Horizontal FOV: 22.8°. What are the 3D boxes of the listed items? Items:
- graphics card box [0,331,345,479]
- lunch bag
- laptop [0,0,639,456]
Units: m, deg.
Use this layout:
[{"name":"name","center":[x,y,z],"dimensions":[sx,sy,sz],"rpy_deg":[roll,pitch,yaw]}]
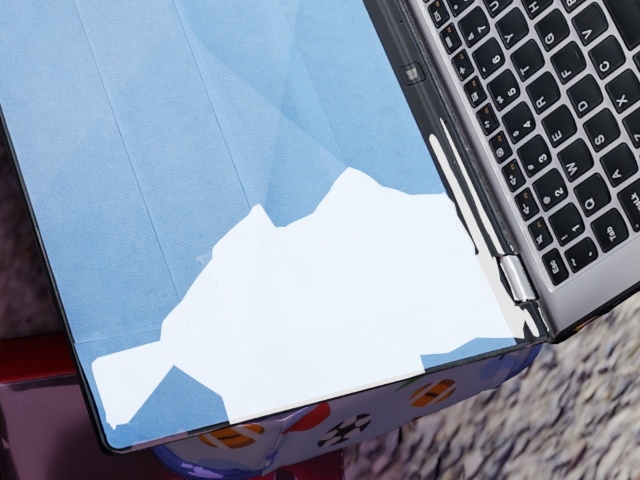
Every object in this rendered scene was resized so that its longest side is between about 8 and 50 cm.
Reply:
[{"name":"graphics card box","center":[-0.099,0.240,1.051],"dimensions":[0.233,0.094,0.371],"rpy_deg":[-6,102,-22]},{"name":"lunch bag","center":[0.000,0.000,0.990],"dimensions":[0.303,0.115,0.243],"rpy_deg":[-19,63,-26]},{"name":"laptop","center":[0.038,-0.140,0.875],"dimensions":[0.236,0.408,0.382],"rpy_deg":[8,53,-49]}]
